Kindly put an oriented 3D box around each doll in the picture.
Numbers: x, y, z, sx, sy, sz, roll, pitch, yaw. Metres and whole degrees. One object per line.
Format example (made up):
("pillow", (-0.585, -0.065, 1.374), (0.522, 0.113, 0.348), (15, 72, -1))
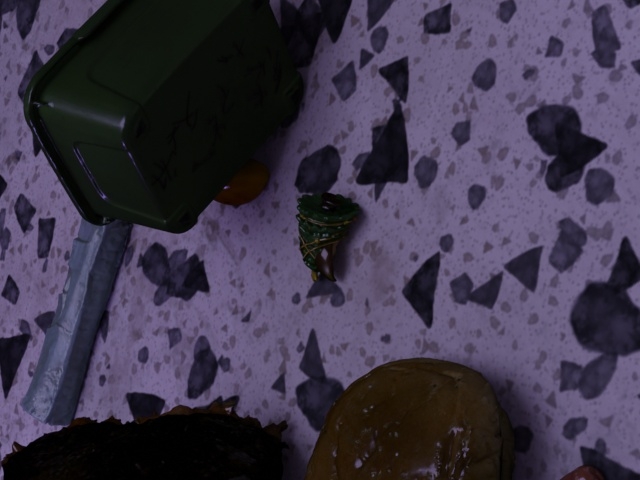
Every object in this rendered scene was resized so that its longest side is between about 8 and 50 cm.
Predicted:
("doll", (-0.008, -0.004, 1.948), (0.078, 0.076, 0.113), (43, 113, 50))

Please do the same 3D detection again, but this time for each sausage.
("sausage", (0.234, 0.289, 1.650), (0.158, 0.036, 0.042), (-53, 36, 26))

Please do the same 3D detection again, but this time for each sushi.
("sushi", (-0.207, 0.329, 1.919), (0.207, 0.348, 0.234), (-99, 9, -56))

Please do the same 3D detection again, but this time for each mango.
("mango", (-0.118, -0.081, 2.089), (0.114, 0.080, 0.060), (5, 74, 32))

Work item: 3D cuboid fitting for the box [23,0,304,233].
("box", (-0.180, -0.182, 1.986), (0.177, 0.253, 0.329), (17, 58, 36))

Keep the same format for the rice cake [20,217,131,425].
("rice cake", (-0.348, 0.102, 2.307), (0.066, 0.063, 0.336), (23, 97, 39))

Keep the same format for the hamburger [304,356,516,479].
("hamburger", (0.089, 0.254, 1.729), (0.285, 0.134, 0.266), (4, 80, 48))
